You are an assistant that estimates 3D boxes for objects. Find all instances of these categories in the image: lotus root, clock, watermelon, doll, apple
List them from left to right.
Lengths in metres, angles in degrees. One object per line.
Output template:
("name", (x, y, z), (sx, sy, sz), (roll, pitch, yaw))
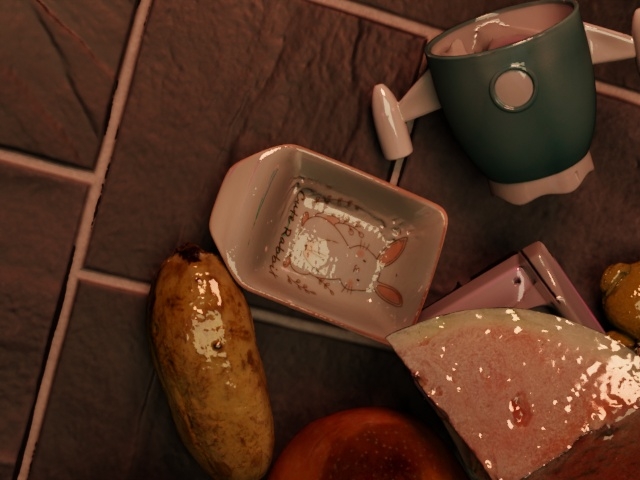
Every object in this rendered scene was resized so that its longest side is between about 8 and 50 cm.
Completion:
("lotus root", (-0.107, 0.128, 1.133), (0.097, 0.110, 0.259), (-29, 108, -52))
("apple", (0.051, 0.277, 1.137), (0.229, 0.230, 0.230), (-2, 97, -15))
("clock", (0.216, 0.147, 1.203), (0.186, 0.083, 0.253), (-33, 105, 17))
("watermelon", (0.209, 0.195, 1.089), (0.260, 0.256, 0.176), (58, 45, -42))
("doll", (0.360, 0.122, 1.264), (0.137, 0.097, 0.210), (-1, 102, -21))

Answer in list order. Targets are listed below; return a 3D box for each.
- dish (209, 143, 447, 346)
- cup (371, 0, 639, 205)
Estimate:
("dish", (0.000, 0.000, 1.160), (0.234, 0.064, 0.154), (23, 81, -17))
("cup", (0.203, -0.136, 1.161), (0.299, 0.167, 0.173), (-15, 111, 14))
